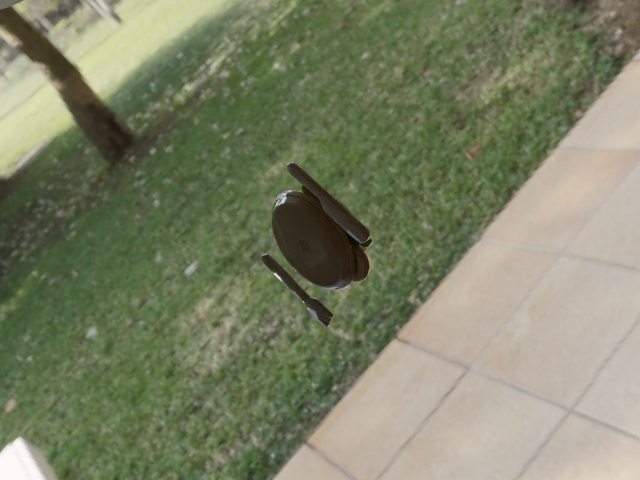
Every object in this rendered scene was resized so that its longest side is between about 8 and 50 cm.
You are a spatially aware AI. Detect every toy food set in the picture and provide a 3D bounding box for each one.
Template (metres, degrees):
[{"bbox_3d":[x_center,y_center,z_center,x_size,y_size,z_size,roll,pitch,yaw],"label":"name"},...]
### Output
[{"bbox_3d":[0.000,0.000,1.018,0.038,0.132,0.192,-36,-18,-32],"label":"toy food set"}]

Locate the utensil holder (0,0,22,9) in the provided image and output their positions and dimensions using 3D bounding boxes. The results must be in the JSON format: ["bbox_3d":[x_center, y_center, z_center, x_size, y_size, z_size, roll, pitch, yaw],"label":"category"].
[{"bbox_3d":[-0.322,-0.344,0.670,0.327,0.327,0.385,-44,4,-3],"label":"utensil holder"}]
